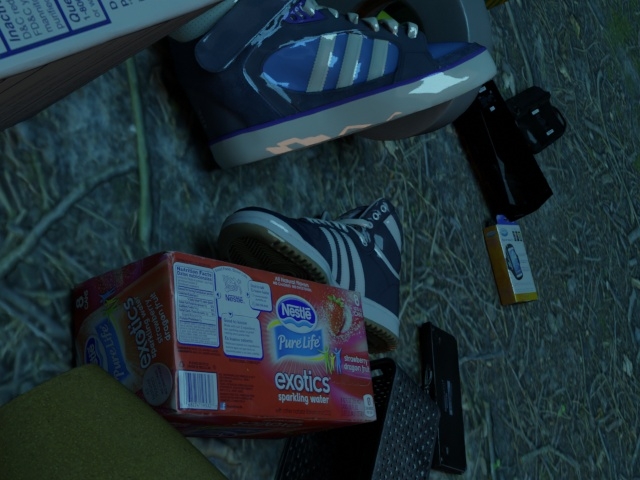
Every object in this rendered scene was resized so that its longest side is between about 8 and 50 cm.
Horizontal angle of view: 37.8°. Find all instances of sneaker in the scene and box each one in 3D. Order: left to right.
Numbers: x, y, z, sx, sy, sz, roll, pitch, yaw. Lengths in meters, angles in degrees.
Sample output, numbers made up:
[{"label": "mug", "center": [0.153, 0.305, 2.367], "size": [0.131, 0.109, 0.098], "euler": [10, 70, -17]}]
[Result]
[{"label": "sneaker", "center": [0.000, 0.000, 0.981], "size": [0.282, 0.099, 0.153], "euler": [41, 50, -46]}, {"label": "sneaker", "center": [0.004, -0.225, 0.951], "size": [0.130, 0.322, 0.236], "euler": [-172, -116, -79]}]

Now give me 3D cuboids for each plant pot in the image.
[{"label": "plant pot", "center": [-0.137, 0.219, 0.616], "size": [0.254, 0.237, 0.237], "euler": [58, 35, 5]}]

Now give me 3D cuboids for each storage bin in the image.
[{"label": "storage bin", "center": [0.034, 0.217, 0.910], "size": [0.084, 0.122, 0.180], "euler": [48, 41, -29]}]

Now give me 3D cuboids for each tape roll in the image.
[{"label": "tape roll", "center": [0.088, -0.230, 1.104], "size": [0.072, 0.219, 0.219], "euler": [-19, 90, -56]}]

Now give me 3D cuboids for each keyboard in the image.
[{"label": "keyboard", "center": [0.145, 0.193, 1.159], "size": [0.108, 0.023, 0.180], "euler": [31, 50, -51]}]

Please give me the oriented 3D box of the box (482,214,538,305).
[{"label": "box", "center": [0.287, 0.029, 1.421], "size": [0.081, 0.028, 0.136], "euler": [1, 71, -53]}]

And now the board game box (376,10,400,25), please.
[{"label": "board game box", "center": [0.104, -0.244, 1.284], "size": [0.181, 0.043, 0.092], "euler": [25, 55, -46]}]

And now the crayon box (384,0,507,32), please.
[{"label": "crayon box", "center": [0.236, -0.432, 1.308], "size": [0.081, 0.318, 0.202], "euler": [28, 53, -45]}]

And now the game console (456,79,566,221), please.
[{"label": "game console", "center": [0.338, -0.174, 1.556], "size": [0.361, 0.044, 0.213], "euler": [-31, 94, -55]}]

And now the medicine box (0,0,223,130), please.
[{"label": "medicine box", "center": [-0.236, -0.147, 0.589], "size": [0.289, 0.263, 0.149], "euler": [-40, 107, -53]}]

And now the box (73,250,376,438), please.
[{"label": "box", "center": [-0.076, 0.101, 0.813], "size": [0.256, 0.122, 0.128], "euler": [15, 63, -50]}]
